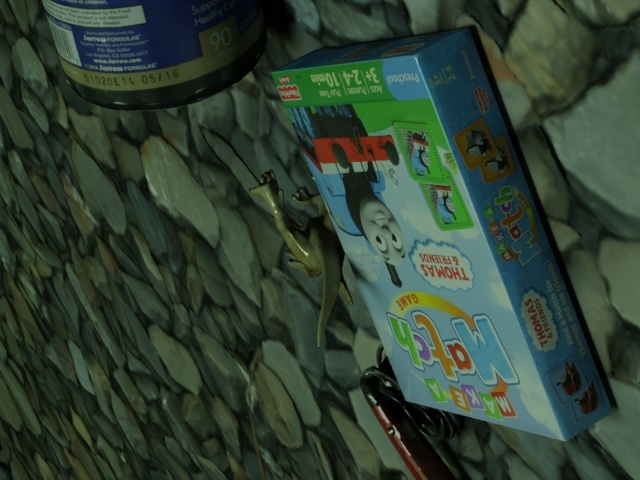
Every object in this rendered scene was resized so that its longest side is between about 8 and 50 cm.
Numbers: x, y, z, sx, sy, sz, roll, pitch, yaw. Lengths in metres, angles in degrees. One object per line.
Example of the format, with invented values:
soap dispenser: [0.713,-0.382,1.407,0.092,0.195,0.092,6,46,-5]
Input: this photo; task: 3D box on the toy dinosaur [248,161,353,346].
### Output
toy dinosaur: [0.000,0.000,0.932,0.183,0.053,0.092,-115,2,-80]

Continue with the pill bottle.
pill bottle: [-0.107,-0.192,0.862,0.123,0.123,0.219,34,145,46]

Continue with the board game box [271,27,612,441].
board game box: [0.061,-0.003,0.835,0.160,0.039,0.211,4,121,62]

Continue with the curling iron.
curling iron: [0.102,0.185,0.962,0.274,0.035,0.068,61,157,1]
